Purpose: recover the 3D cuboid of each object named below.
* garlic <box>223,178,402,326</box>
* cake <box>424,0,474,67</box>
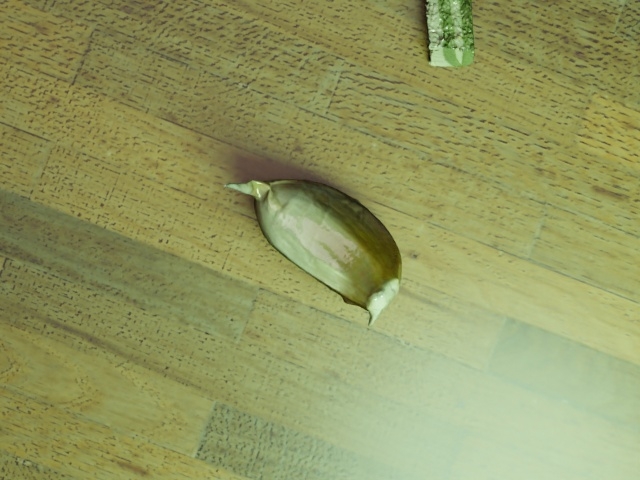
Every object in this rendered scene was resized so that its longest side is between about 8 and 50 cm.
[{"bbox_3d":[-0.006,-0.008,1.566,0.198,0.128,0.090,42,104,-6],"label":"garlic"},{"bbox_3d":[0.131,-0.247,1.610,0.051,0.055,0.140,-2,89,3],"label":"cake"}]
